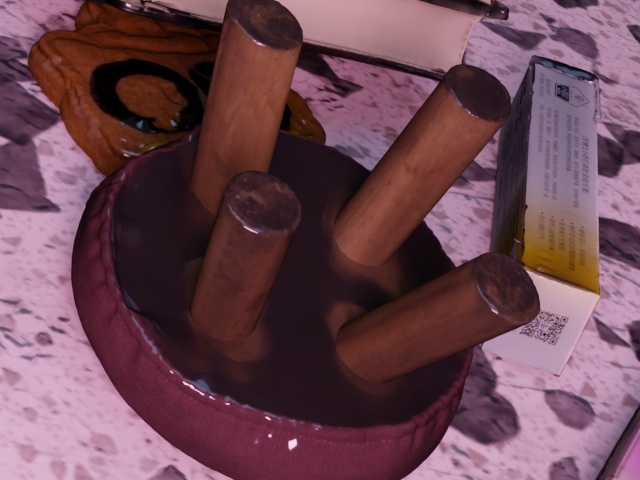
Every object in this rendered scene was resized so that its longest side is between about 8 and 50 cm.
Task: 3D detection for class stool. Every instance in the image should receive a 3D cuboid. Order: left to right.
[{"bbox_3d":[0.000,0.000,0.991,0.272,0.178,0.272,18,45,-18],"label":"stool"}]

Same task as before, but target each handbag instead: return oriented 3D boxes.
[{"bbox_3d":[-0.041,-0.242,1.289,0.358,0.160,0.237,8,24,-37],"label":"handbag"}]

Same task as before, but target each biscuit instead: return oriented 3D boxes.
[{"bbox_3d":[-0.095,-0.101,1.203,0.208,0.041,0.290,-6,47,-41],"label":"biscuit"}]

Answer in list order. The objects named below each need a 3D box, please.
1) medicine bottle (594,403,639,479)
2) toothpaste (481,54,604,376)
[{"bbox_3d":[0.282,0.189,1.079,0.201,0.052,0.171,37,35,9],"label":"medicine bottle"},{"bbox_3d":[0.171,-0.031,1.254,0.071,0.089,0.313,17,36,-3],"label":"toothpaste"}]
